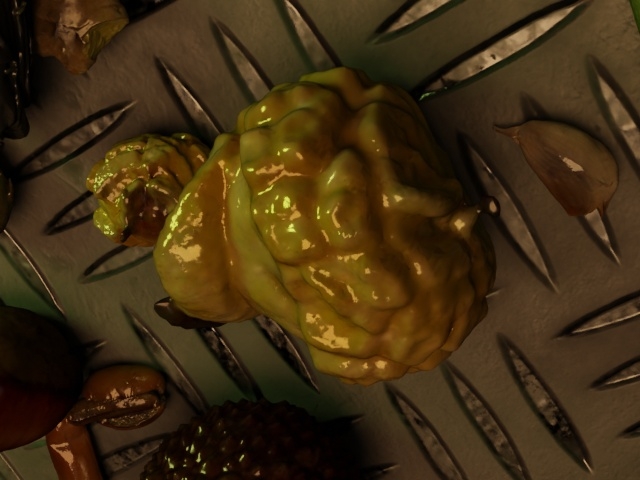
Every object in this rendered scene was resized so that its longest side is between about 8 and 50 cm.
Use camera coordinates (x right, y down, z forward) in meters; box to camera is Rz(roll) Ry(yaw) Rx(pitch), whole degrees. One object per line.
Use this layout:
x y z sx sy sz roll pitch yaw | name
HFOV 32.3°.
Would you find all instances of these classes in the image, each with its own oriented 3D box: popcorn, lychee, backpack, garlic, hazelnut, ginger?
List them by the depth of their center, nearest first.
0.000 0.000 1.169 0.381 0.349 0.349 -29 106 17 | popcorn
0.267 -0.085 1.203 0.084 0.066 0.152 -38 104 27 | garlic
-0.288 -0.331 1.215 0.131 0.086 0.294 -1 107 27 | ginger
-0.393 -0.213 1.236 0.133 0.206 0.258 -19 122 -23 | backpack
-0.192 -0.055 1.290 0.167 0.152 0.148 -24 135 20 | popcorn
-0.092 0.347 1.368 0.306 0.330 0.306 21 122 38 | lychee
-0.419 0.191 1.426 0.208 0.208 0.208 5 116 11 | hazelnut

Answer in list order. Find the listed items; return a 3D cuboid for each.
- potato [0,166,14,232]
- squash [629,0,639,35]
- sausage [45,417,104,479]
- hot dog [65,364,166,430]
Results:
-0.488 -0.088 1.356 0.251 0.113 0.149 33 125 6 | potato
0.445 -0.155 1.021 0.263 0.263 0.384 -16 111 20 | squash
-0.341 0.307 1.537 0.062 0.054 0.183 -20 110 -13 | sausage
-0.273 0.211 1.473 0.140 0.060 0.090 -1 110 17 | hot dog
